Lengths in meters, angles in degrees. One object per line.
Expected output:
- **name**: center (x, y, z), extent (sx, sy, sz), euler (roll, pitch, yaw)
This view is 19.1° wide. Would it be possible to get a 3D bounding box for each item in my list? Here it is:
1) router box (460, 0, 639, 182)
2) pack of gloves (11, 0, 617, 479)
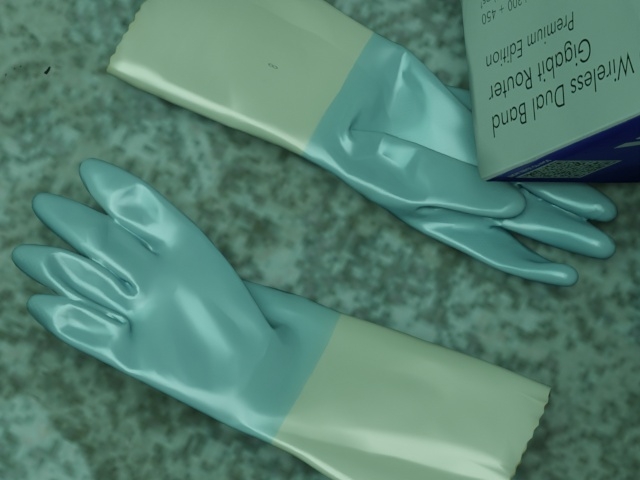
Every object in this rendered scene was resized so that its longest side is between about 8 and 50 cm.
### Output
- **router box**: center (0.158, -0.200, 0.681), extent (0.082, 0.335, 0.301), euler (0, 79, -25)
- **pack of gloves**: center (0.000, 0.000, 0.813), extent (0.232, 0.046, 0.195), euler (28, 68, 3)
